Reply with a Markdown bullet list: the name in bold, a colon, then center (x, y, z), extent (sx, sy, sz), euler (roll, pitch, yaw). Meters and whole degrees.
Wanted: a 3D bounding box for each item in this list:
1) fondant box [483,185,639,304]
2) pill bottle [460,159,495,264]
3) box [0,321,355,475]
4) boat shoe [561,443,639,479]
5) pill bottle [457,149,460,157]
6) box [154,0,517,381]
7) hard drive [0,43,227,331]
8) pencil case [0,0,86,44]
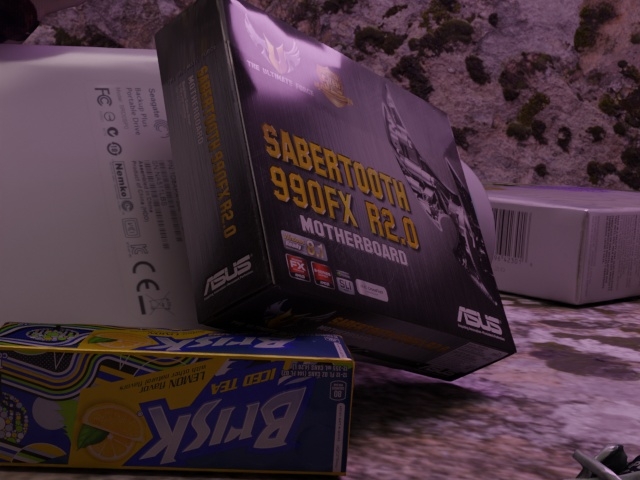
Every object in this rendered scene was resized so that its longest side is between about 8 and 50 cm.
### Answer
- **fondant box**: center (0.274, -0.005, 1.206), extent (0.330, 0.096, 0.238), euler (-2, 8, -45)
- **pill bottle**: center (0.000, 0.000, 0.810), extent (0.146, 0.146, 0.264), euler (10, 9, 42)
- **box**: center (-0.071, 0.074, 0.523), extent (0.168, 0.059, 0.054), euler (3, 8, -6)
- **boat shoe**: center (0.098, 0.097, 0.331), extent (0.227, 0.081, 0.079), euler (0, 8, -31)
- **pill bottle**: center (0.056, -0.068, 1.416), extent (0.229, 0.131, 0.131), euler (-9, 10, -13)
- **box**: center (0.014, -0.023, 0.653), extent (0.056, 0.183, 0.231), euler (-28, -31, 32)
- **hard drive**: center (-0.172, -0.014, 0.603), extent (0.318, 0.210, 0.040), euler (-3, -25, -27)
- **pencil case**: center (-0.338, -0.123, 0.688), extent (0.410, 0.160, 0.183), euler (-30, -9, 11)
